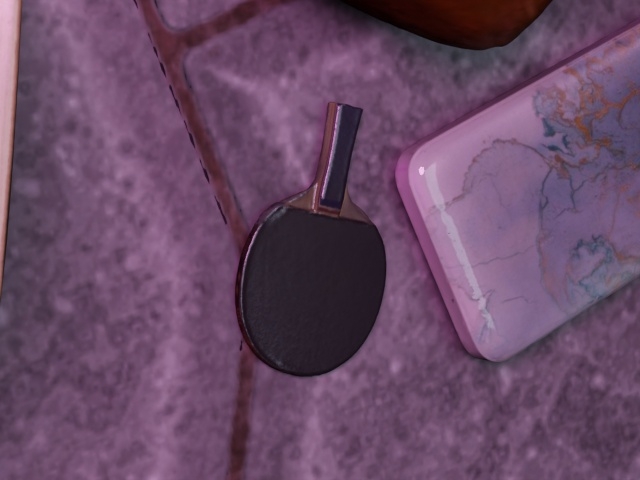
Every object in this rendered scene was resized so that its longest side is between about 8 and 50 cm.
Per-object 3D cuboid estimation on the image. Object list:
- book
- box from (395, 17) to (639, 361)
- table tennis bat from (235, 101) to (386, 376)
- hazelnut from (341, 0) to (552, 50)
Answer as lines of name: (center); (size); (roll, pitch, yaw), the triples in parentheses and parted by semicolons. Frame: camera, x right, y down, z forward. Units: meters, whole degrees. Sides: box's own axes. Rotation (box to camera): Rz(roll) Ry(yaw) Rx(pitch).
book: (-0.151, -0.056, 0.796); (0.026, 0.231, 0.161); (4, 93, -11)
box: (0.179, -0.048, 1.090); (0.285, 0.044, 0.142); (-30, 103, -25)
table tennis bat: (0.000, 0.000, 1.007); (0.095, 0.014, 0.158); (11, 90, -29)
hazelnut: (0.053, -0.196, 0.926); (0.208, 0.208, 0.208); (-2, 95, -29)
